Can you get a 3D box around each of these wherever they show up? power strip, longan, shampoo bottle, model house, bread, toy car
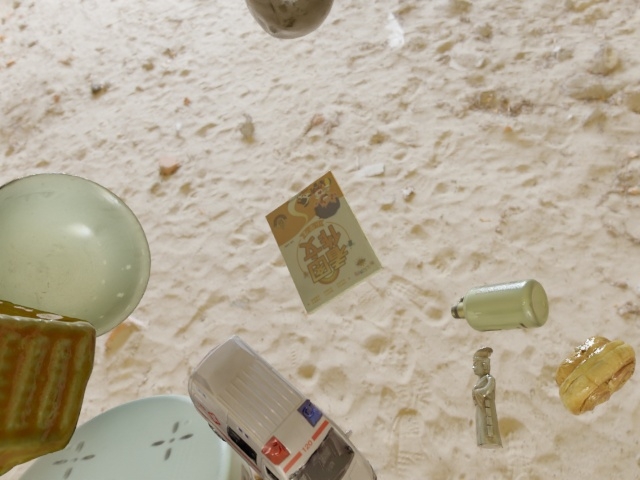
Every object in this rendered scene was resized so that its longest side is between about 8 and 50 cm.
[{"bbox_3d":[-0.236,0.378,0.678,0.357,0.161,0.357,-15,28,8],"label":"power strip"},{"bbox_3d":[-0.062,-0.506,1.038,0.196,0.197,0.220,-12,12,8],"label":"longan"},{"bbox_3d":[0.292,0.113,0.878,0.162,0.079,0.079,-17,34,46],"label":"shampoo bottle"},{"bbox_3d":[-0.351,0.154,0.481,0.173,0.239,0.268,-27,51,54],"label":"model house"},{"bbox_3d":[0.742,0.362,1.412,0.236,0.198,0.120,-37,45,-6],"label":"bread"},{"bbox_3d":[-0.037,0.187,0.509,0.209,0.108,0.089,36,59,24],"label":"toy car"}]

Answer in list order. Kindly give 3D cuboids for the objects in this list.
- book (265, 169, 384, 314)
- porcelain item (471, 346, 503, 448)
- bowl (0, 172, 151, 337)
[{"bbox_3d":[0.000,0.000,1.234,0.208,0.020,0.295,-34,60,14],"label":"book"},{"bbox_3d":[0.363,0.342,1.147,0.054,0.084,0.213,0,63,7],"label":"porcelain item"},{"bbox_3d":[-0.495,0.043,0.971,0.146,0.313,0.313,-21,32,45],"label":"bowl"}]
